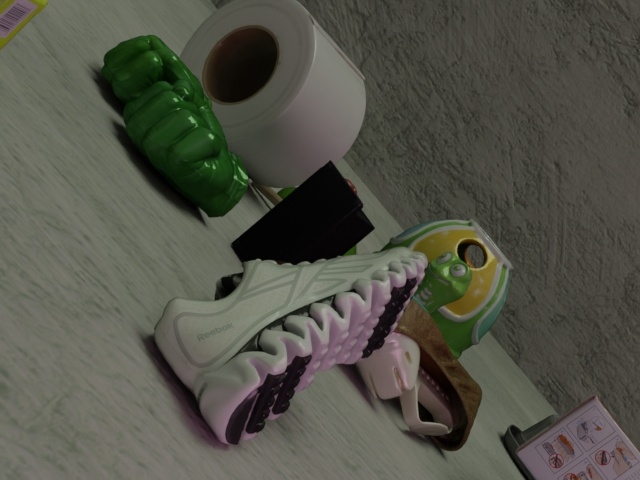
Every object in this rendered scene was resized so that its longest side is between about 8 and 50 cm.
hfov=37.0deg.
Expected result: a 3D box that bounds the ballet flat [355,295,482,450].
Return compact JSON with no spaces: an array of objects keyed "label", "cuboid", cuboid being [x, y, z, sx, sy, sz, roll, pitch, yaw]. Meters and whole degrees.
[{"label":"ballet flat","cuboid":[0.110,0.168,1.221,0.342,0.116,0.124,51,33,-40]}]

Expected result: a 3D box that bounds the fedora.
[{"label":"fedora","cuboid":[0.472,0.434,1.796,0.275,0.124,0.244,51,10,6]}]

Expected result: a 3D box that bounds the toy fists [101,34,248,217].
[{"label":"toy fists","cuboid":[-0.176,-0.152,1.135,0.142,0.096,0.279,40,15,-44]}]

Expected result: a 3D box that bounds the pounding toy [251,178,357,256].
[{"label":"pounding toy","cuboid":[0.014,-0.045,1.570,0.183,0.110,0.237,53,9,19]}]

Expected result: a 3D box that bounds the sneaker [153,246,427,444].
[{"label":"sneaker","cuboid":[-0.013,0.053,0.801,0.118,0.110,0.292,39,35,22]}]

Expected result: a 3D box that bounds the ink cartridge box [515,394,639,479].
[{"label":"ink cartridge box","cuboid":[0.403,0.379,1.243,0.309,0.130,0.272,55,1,23]}]

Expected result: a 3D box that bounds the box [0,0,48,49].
[{"label":"box","cuboid":[-0.301,-0.215,0.739,0.178,0.109,0.042,52,11,15]}]

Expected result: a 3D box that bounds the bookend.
[{"label":"bookend","cuboid":[0.000,0.000,1.173,0.072,0.157,0.156,55,11,26]}]

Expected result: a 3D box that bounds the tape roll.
[{"label":"tape roll","cuboid":[-0.076,-0.221,1.426,0.169,0.246,0.246,36,17,-54]}]

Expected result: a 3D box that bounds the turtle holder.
[{"label":"turtle holder","cuboid":[0.196,0.064,1.631,0.320,0.227,0.243,38,16,-54]}]

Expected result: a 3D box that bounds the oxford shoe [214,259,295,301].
[{"label":"oxford shoe","cuboid":[-0.053,0.058,0.924,0.096,0.083,0.227,46,10,-15]}]
